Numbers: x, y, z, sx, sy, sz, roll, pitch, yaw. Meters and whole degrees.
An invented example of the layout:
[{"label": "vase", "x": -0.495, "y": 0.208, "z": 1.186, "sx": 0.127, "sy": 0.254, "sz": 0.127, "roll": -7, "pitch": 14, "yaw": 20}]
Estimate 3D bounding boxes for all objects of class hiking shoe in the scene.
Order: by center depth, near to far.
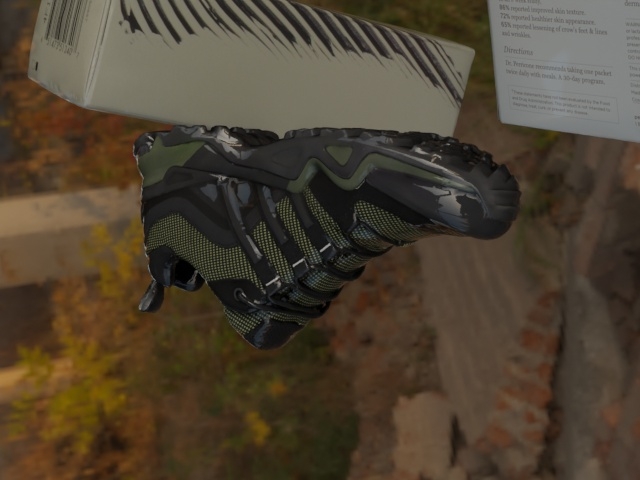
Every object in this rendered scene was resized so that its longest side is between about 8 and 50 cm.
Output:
[{"label": "hiking shoe", "x": 0.000, "y": 0.000, "z": 0.679, "sx": 0.226, "sy": 0.086, "sz": 0.114, "roll": 5, "pitch": 95, "yaw": 38}]

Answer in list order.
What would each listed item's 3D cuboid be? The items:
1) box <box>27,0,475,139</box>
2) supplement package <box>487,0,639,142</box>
[{"label": "box", "x": -0.041, "y": -0.117, "z": 0.883, "sx": 0.113, "sy": 0.275, "sz": 0.094, "roll": 28, "pitch": 107, "yaw": 53}, {"label": "supplement package", "x": 0.219, "y": -0.203, "z": 0.721, "sx": 0.199, "sy": 0.198, "sz": 0.263, "roll": 16, "pitch": 120, "yaw": 50}]
